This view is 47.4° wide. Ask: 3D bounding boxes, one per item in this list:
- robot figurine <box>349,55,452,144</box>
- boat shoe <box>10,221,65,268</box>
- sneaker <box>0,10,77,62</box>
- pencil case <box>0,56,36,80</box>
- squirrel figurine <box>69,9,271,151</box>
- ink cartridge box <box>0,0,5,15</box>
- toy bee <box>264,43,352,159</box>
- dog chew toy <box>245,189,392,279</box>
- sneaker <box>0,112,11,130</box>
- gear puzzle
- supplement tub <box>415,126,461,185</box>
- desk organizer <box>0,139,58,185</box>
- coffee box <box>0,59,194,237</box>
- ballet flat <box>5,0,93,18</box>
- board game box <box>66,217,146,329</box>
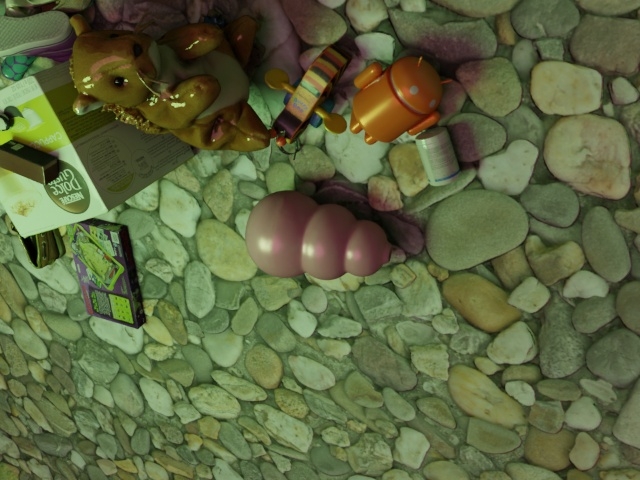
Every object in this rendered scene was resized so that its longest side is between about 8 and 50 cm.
[{"bbox_3d":[0.151,-0.281,1.457,0.219,0.128,0.158,-34,86,39],"label":"robot figurine"},{"bbox_3d":[-0.867,-0.061,2.186,0.111,0.104,0.307,-4,116,32],"label":"boat shoe"},{"bbox_3d":[-0.715,-0.476,1.789,0.282,0.161,0.102,-1,81,6],"label":"sneaker"},{"bbox_3d":[-0.772,-0.477,1.899,0.152,0.070,0.064,-28,89,39],"label":"pencil case"},{"bbox_3d":[-0.355,-0.317,1.479,0.397,0.371,0.280,1,94,42],"label":"squirrel figurine"},{"bbox_3d":[-0.846,-0.746,1.778,0.303,0.072,0.307,50,131,-6],"label":"ink cartridge box"},{"bbox_3d":[-0.037,-0.265,1.554,0.195,0.162,0.298,20,126,16],"label":"toy bee"},{"bbox_3d":[0.000,0.000,1.681,0.332,0.206,0.206,11,123,14],"label":"dog chew toy"},{"bbox_3d":[-0.718,-0.253,1.582,0.109,0.044,0.040,8,118,24],"label":"sneaker"},{"bbox_3d":[-0.264,-0.357,1.700,0.175,0.044,0.339,38,130,4],"label":"gear puzzle"},{"bbox_3d":[0.243,-0.173,1.509,0.071,0.071,0.107,-7,115,33],"label":"supplement tub"},{"bbox_3d":[-0.635,-0.169,1.585,0.130,0.047,0.050,21,128,16],"label":"desk organizer"},{"bbox_3d":[-0.583,-0.247,1.758,0.338,0.338,0.334,-11,112,35],"label":"coffee box"},{"bbox_3d":[-0.688,-0.580,1.759,0.316,0.106,0.107,-8,92,31],"label":"ballet flat"},{"bbox_3d":[-0.645,0.095,2.196,0.208,0.056,0.346,10,123,19],"label":"board game box"}]
